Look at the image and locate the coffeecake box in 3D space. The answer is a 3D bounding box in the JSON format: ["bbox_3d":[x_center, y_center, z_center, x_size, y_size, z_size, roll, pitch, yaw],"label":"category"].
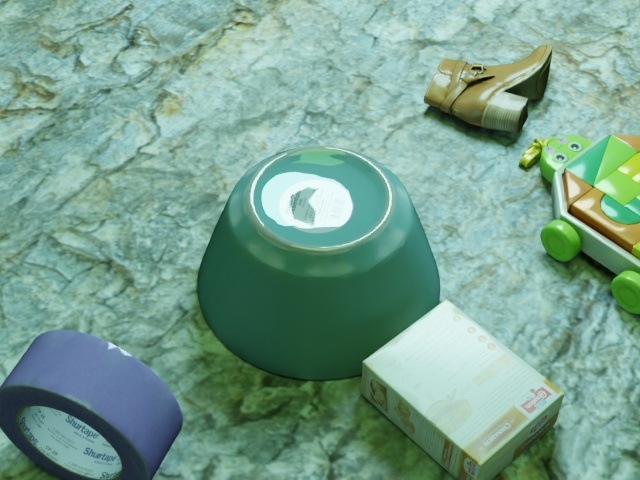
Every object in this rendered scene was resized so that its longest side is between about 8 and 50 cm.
[{"bbox_3d":[0.161,0.176,1.330,0.142,0.068,0.185,-33,57,-27],"label":"coffeecake box"}]

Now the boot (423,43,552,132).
[{"bbox_3d":[0.253,-0.245,1.712,0.152,0.073,0.197,19,48,21],"label":"boot"}]

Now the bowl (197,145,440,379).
[{"bbox_3d":[0.000,0.000,1.425,0.311,0.163,0.311,1,47,-1],"label":"bowl"}]

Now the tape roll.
[{"bbox_3d":[-0.248,0.187,1.233,0.189,0.189,0.080,17,49,14],"label":"tape roll"}]

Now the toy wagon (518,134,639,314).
[{"bbox_3d":[0.413,-0.053,1.542,0.267,0.068,0.344,-34,57,-28],"label":"toy wagon"}]
